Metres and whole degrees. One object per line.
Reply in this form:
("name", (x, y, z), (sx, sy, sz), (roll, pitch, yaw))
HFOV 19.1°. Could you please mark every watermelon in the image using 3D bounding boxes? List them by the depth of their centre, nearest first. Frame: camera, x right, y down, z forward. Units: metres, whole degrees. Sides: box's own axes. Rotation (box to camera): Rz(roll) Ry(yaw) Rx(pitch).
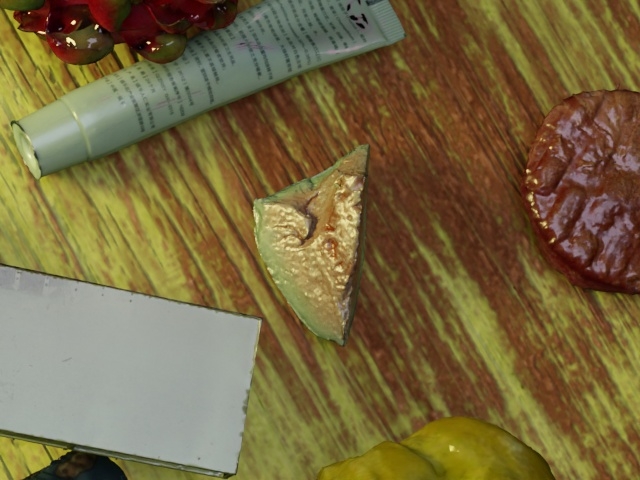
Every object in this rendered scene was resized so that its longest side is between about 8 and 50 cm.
("watermelon", (0.000, 0.005, 1.515), (0.101, 0.080, 0.155), (-5, 95, -5))

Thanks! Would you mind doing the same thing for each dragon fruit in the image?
("dragon fruit", (-0.183, -0.238, 1.452), (0.273, 0.198, 0.218), (4, 85, -12))

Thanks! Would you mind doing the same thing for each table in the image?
("table", (-0.178, 0.100, 1.426), (0.240, 0.111, 0.121), (13, 76, -11))

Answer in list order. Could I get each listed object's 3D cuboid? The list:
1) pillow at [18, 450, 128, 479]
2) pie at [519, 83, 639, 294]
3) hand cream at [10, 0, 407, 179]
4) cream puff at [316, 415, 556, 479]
("pillow", (-0.152, 0.282, 1.382), (0.255, 0.034, 0.189), (61, 30, 3))
("pie", (0.253, -0.040, 1.590), (0.182, 0.049, 0.182), (3, 79, -14))
("hand cream", (-0.087, -0.138, 1.524), (0.331, 0.058, 0.085), (-26, 79, -17))
("cream puff", (0.111, 0.308, 1.326), (0.275, 0.378, 0.378), (7, 77, -5))
